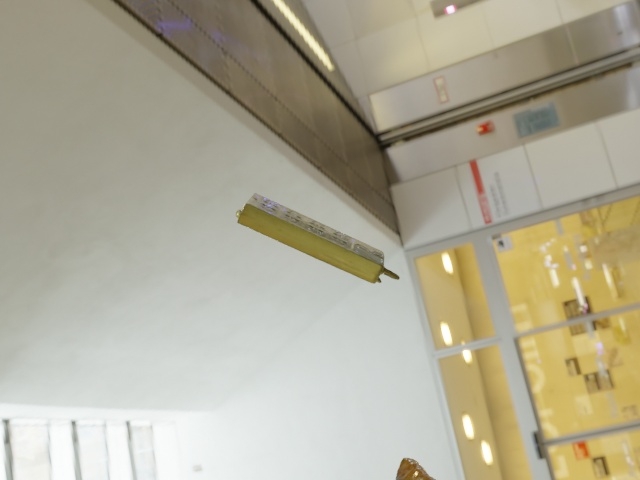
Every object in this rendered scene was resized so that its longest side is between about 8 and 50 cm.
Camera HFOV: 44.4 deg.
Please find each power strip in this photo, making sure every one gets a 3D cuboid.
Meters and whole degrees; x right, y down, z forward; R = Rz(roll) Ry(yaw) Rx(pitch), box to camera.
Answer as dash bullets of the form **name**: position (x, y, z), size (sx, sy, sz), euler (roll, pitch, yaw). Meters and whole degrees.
- **power strip**: position (0.000, 0.000, 0.606), size (0.051, 0.136, 0.019), euler (-69, 4, -78)

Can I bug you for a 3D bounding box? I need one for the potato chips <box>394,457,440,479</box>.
- **potato chips**: position (0.083, 0.093, 0.269), size (0.026, 0.204, 0.037), euler (48, -121, -8)
